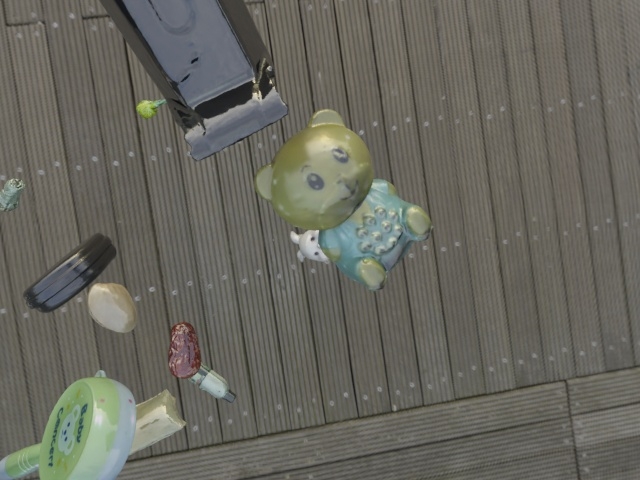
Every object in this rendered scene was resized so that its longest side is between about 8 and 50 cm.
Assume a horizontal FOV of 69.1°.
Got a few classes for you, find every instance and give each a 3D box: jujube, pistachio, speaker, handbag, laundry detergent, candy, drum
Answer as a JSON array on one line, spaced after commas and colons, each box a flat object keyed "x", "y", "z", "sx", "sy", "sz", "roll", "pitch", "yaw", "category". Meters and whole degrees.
[{"x": -0.317, "y": 0.254, "z": 1.079, "sx": 0.078, "sy": 0.077, "sz": 0.129, "roll": -7, "pitch": 84, "yaw": -6, "category": "jujube"}, {"x": -0.766, "y": 0.244, "z": 1.715, "sx": 0.152, "sy": 0.126, "sz": 0.223, "roll": -56, "pitch": 131, "yaw": -36, "category": "pistachio"}, {"x": -0.196, "y": -0.318, "z": 0.578, "sx": 0.180, "sy": 0.184, "sz": 0.388, "roll": -28, "pitch": 121, "yaw": 2, "category": "speaker"}, {"x": -0.715, "y": 0.093, "z": 1.338, "sx": 0.254, "sy": 0.308, "sz": 0.093, "roll": -36, "pitch": 109, "yaw": 8, "category": "handbag"}, {"x": -0.418, "y": 0.537, "z": 1.761, "sx": 0.226, "sy": 0.070, "sz": 0.099, "roll": 35, "pitch": 119, "yaw": 3, "category": "laundry detergent"}, {"x": -0.659, "y": -0.553, "z": 1.882, "sx": 0.077, "sy": 0.262, "sz": 0.073, "roll": -39, "pitch": 115, "yaw": -40, "category": "candy"}, {"x": -0.292, "y": 0.247, "z": 0.509, "sx": 0.253, "sy": 0.130, "sz": 0.049, "roll": -42, "pitch": 135, "yaw": 19, "category": "drum"}]

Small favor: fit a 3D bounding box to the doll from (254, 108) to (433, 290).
[{"x": 0.034, "y": -0.066, "z": 0.746, "sx": 0.177, "sy": 0.161, "sz": 0.261, "roll": -47, "pitch": 114, "yaw": -4, "category": "doll"}]

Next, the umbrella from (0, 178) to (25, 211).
[{"x": -0.912, "y": -0.130, "z": 1.361, "sx": 0.062, "sy": 0.143, "sz": 0.067, "roll": 30, "pitch": 44, "yaw": -29, "category": "umbrella"}]

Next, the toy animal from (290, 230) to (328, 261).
[{"x": 0.002, "y": 0.001, "z": 1.674, "sx": 0.193, "sy": 0.179, "sz": 0.127, "roll": -23, "pitch": 101, "yaw": -25, "category": "toy animal"}]

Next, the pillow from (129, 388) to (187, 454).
[{"x": -0.432, "y": 0.442, "z": 1.102, "sx": 0.208, "sy": 0.119, "sz": 0.053, "roll": -24, "pitch": 134, "yaw": -16, "category": "pillow"}]
